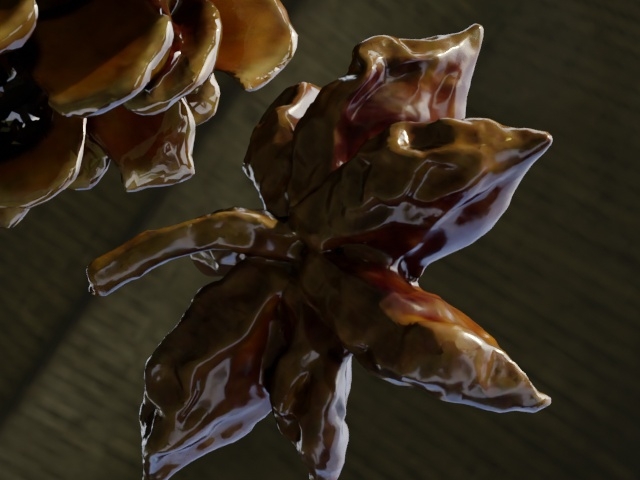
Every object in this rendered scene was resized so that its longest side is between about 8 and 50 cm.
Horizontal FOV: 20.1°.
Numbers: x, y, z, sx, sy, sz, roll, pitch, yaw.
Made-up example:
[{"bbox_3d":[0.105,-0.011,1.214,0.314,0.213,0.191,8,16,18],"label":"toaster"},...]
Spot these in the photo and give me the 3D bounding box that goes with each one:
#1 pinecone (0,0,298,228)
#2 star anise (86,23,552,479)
[{"bbox_3d":[-0.184,-0.211,0.919,0.384,0.384,0.384,-31,-138,33],"label":"pinecone"},{"bbox_3d":[0.006,0.003,0.722,0.196,0.111,0.212,9,-119,34],"label":"star anise"}]
